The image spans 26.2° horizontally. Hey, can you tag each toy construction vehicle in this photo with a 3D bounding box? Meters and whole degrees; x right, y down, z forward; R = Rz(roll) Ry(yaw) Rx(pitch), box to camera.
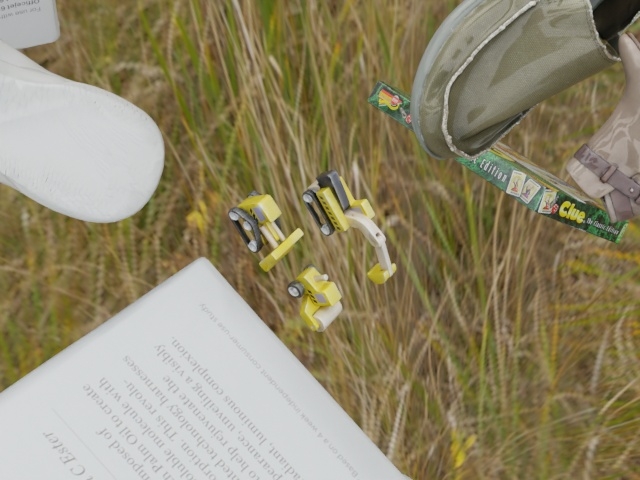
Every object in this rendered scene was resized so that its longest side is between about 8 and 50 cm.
[{"bbox_3d":[0.000,0.000,0.861,0.086,0.035,0.098,-40,106,-41],"label":"toy construction vehicle"}]

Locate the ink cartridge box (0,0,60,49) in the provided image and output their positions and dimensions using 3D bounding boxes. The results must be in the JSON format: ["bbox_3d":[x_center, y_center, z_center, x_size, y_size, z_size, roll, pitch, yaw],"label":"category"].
[{"bbox_3d":[-0.294,-0.316,1.025,0.129,0.307,0.223,-16,55,-15],"label":"ink cartridge box"}]

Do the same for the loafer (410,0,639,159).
[{"bbox_3d":[0.165,-0.153,0.986,0.251,0.094,0.087,-49,44,4],"label":"loafer"}]

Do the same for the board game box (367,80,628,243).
[{"bbox_3d":[0.169,-0.079,1.341,0.260,0.136,0.030,39,109,45],"label":"board game box"}]

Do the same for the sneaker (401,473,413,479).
[{"bbox_3d":[-0.003,0.262,1.250,0.215,0.084,0.083,-14,113,-27],"label":"sneaker"}]

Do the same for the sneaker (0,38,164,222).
[{"bbox_3d":[-0.174,-0.073,0.603,0.212,0.094,0.080,34,84,-30],"label":"sneaker"}]

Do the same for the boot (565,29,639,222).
[{"bbox_3d":[0.204,-0.070,0.928,0.087,0.042,0.118,-33,102,16],"label":"boot"}]

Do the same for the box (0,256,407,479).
[{"bbox_3d":[-0.125,0.203,0.610,0.215,0.168,0.345,47,52,8],"label":"box"}]
